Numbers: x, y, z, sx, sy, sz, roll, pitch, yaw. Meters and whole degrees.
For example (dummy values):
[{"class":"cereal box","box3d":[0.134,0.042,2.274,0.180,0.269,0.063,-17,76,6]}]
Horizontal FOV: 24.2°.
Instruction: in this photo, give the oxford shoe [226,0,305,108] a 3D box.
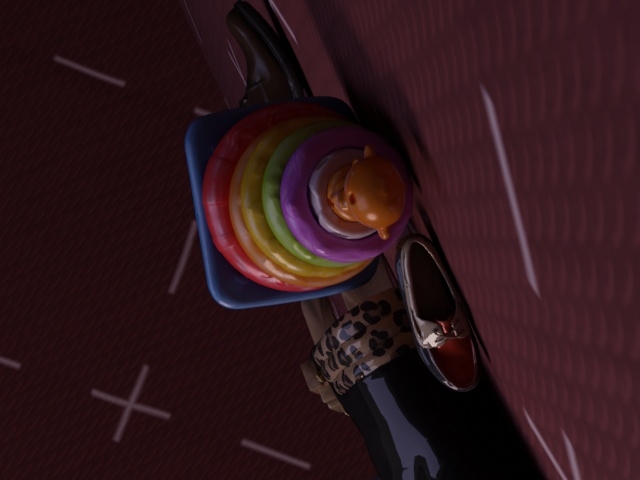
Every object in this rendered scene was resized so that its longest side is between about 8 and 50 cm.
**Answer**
[{"class":"oxford shoe","box3d":[-0.059,-0.150,1.616,0.083,0.096,0.227,99,147,-87]}]

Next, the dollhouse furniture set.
[{"class":"dollhouse furniture set","box3d":[0.042,0.104,1.698,0.123,0.144,0.151,69,-168,19]}]

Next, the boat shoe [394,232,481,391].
[{"class":"boat shoe","box3d":[0.095,0.059,1.199,0.043,0.049,0.137,178,72,-84]}]

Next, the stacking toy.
[{"class":"stacking toy","box3d":[0.008,-0.037,1.175,0.302,0.166,0.175,176,84,-74]}]

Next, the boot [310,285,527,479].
[{"class":"boot","box3d":[0.101,0.212,1.393,0.284,0.138,0.377,63,172,14]}]

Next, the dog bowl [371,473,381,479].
[{"class":"dog bowl","box3d":[0.156,0.440,1.892,0.348,0.102,0.349,55,-175,-8]}]
